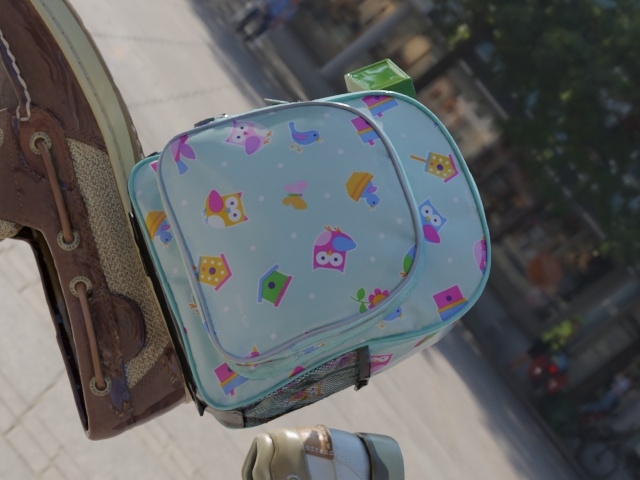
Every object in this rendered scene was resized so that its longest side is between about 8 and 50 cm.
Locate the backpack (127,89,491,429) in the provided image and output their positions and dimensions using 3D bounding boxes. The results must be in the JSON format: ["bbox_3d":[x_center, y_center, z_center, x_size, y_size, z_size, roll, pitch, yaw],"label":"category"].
[{"bbox_3d":[0.000,0.000,0.726,0.144,0.188,0.166,108,-37,-69],"label":"backpack"}]

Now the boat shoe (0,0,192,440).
[{"bbox_3d":[-0.180,-0.035,0.827,0.342,0.123,0.123,66,-19,-3],"label":"boat shoe"}]

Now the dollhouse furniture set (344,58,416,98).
[{"bbox_3d":[0.059,-0.053,0.969,0.058,0.076,0.152,-128,-163,-64],"label":"dollhouse furniture set"}]

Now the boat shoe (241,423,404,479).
[{"bbox_3d":[-0.018,0.275,0.863,0.103,0.302,0.113,11,-17,-17],"label":"boat shoe"}]
